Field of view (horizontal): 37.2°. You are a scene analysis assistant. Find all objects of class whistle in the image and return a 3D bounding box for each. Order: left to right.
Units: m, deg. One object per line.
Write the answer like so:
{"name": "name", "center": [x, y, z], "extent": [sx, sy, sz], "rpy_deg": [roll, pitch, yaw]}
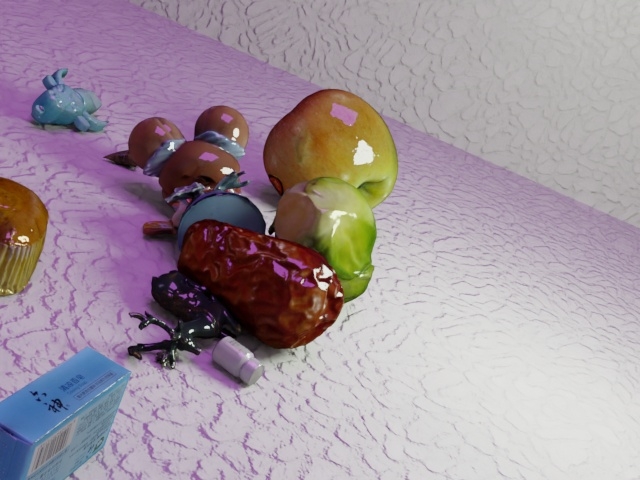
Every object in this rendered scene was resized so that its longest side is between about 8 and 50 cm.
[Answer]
{"name": "whistle", "center": [-0.634, -0.340, 2.384], "extent": [0.186, 0.093, 0.274], "rpy_deg": [52, 22, 0]}

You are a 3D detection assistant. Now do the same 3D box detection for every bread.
{"name": "bread", "center": [-0.576, -0.019, 1.676], "extent": [0.179, 0.133, 0.250], "rpy_deg": [22, 23, -12]}

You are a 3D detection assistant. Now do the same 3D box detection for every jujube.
{"name": "jujube", "center": [-0.127, 0.072, 1.817], "extent": [0.342, 0.216, 0.216], "rpy_deg": [28, 22, 28]}

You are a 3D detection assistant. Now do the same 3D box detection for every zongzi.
{"name": "zongzi", "center": [-0.478, -0.203, 2.307], "extent": [0.083, 0.040, 0.076], "rpy_deg": [4, 17, 0]}

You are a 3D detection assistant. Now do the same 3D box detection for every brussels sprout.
{"name": "brussels sprout", "center": [0.001, 0.002, 1.997], "extent": [0.227, 0.259, 0.294], "rpy_deg": [-3, -25, 24]}

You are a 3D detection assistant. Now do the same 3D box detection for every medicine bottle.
{"name": "medicine bottle", "center": [-0.144, 0.211, 1.669], "extent": [0.089, 0.052, 0.052], "rpy_deg": [33, 25, 23]}

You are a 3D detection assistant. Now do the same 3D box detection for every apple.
{"name": "apple", "center": [0.032, -0.201, 2.429], "extent": [0.305, 0.338, 0.338], "rpy_deg": [51, 30, 12]}

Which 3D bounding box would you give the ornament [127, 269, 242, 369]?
{"name": "ornament", "center": [-0.275, 0.136, 1.679], "extent": [0.202, 0.080, 0.236], "rpy_deg": [35, 25, 18]}

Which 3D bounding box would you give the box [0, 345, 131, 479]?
{"name": "box", "center": [-0.359, 0.253, 1.258], "extent": [0.083, 0.143, 0.232], "rpy_deg": [27, 23, 11]}

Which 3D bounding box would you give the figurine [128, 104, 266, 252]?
{"name": "figurine", "center": [-0.264, -0.123, 2.083], "extent": [0.276, 0.248, 0.388], "rpy_deg": [-9, 29, -11]}
